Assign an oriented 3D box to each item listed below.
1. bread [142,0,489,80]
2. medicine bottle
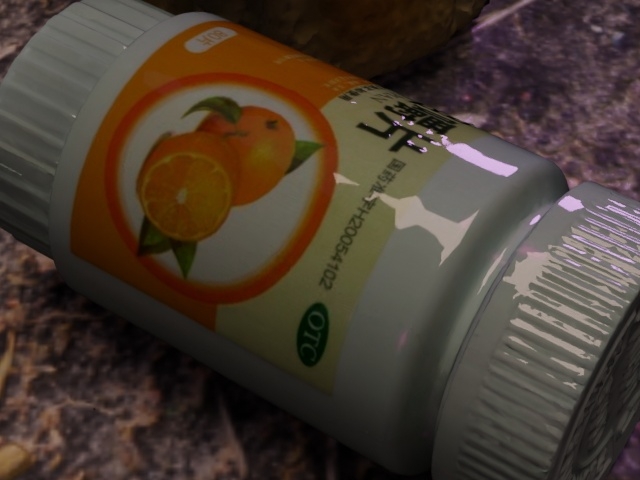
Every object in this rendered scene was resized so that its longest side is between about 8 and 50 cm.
[{"bbox_3d":[-0.032,-0.192,0.830,0.262,0.204,0.163,6,43,11],"label":"bread"},{"bbox_3d":[0.000,0.000,0.673,0.318,0.158,0.158,26,52,24],"label":"medicine bottle"}]
